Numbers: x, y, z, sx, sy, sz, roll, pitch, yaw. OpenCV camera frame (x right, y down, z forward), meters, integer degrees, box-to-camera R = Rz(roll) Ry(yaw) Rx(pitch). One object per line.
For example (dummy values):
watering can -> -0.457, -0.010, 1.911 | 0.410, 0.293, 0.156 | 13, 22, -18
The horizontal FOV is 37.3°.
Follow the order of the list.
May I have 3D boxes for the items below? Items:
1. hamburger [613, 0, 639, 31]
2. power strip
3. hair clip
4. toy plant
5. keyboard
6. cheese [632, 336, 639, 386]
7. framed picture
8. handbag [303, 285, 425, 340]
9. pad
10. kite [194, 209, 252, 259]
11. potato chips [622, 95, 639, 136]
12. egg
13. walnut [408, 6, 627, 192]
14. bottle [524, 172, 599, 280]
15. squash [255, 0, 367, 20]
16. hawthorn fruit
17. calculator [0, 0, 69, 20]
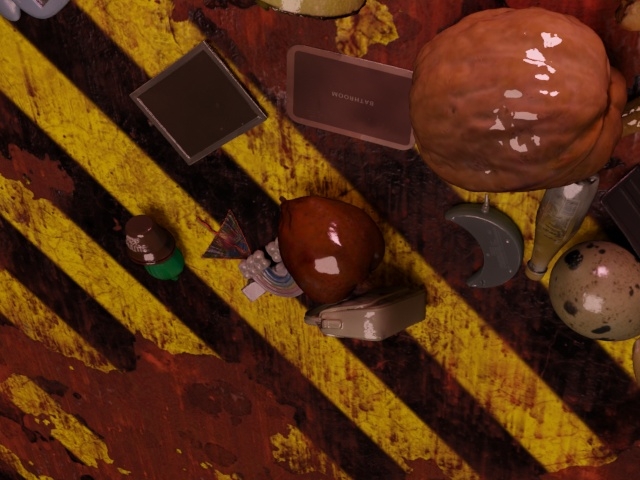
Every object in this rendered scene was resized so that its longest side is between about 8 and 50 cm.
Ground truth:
hamburger -> 0.516, -0.385, 1.327 | 0.144, 0.156, 0.283 | 43, 132, -11
power strip -> 0.321, 0.000, 1.833 | 0.137, 0.044, 0.216 | -1, 127, 28
hair clip -> -0.095, 0.070, 2.113 | 0.220, 0.054, 0.140 | -32, 102, 38
toy plant -> -0.387, 0.025, 2.188 | 0.143, 0.105, 0.200 | 16, 145, 26
keyboard -> 0.633, 0.036, 1.679 | 0.103, 0.041, 0.381 | -41, 100, 0
cheese -> 0.714, 0.275, 1.771 | 0.260, 0.128, 0.316 | 26, 160, 31
framed picture -> -0.248, -0.273, 1.919 | 0.252, 0.014, 0.197 | -24, 113, 39
handbag -> 0.082, 0.143, 1.954 | 0.219, 0.256, 0.079 | 1, 97, 29
pad -> 0.058, -0.266, 1.773 | 0.266, 0.002, 0.176 | 16, 133, 15
kite -> -0.218, -0.001, 2.138 | 0.159, 0.010, 0.190 | 34, 134, -2
potato chips -> 0.626, -0.220, 1.466 | 0.407, 0.080, 0.057 | -4, 137, 36
egg -> 0.518, 0.098, 1.725 | 0.177, 0.177, 0.228 | -22, 132, 39
walnut -> 0.295, -0.216, 1.496 | 0.344, 0.306, 0.306 | -2, 126, 34
bottle -> 0.429, -0.028, 1.729 | 0.083, 0.083, 0.269 | 22, 137, 10
squash -> -0.024, -0.447, 1.512 | 0.220, 0.220, 0.133 | 21, 137, 10
hawthorn fruit -> 0.000, 0.000, 1.904 | 0.248, 0.208, 0.208 | 42, 135, 7
calculator -> -0.554, -0.536, 1.836 | 0.188, 0.042, 0.303 | 46, 133, -15
